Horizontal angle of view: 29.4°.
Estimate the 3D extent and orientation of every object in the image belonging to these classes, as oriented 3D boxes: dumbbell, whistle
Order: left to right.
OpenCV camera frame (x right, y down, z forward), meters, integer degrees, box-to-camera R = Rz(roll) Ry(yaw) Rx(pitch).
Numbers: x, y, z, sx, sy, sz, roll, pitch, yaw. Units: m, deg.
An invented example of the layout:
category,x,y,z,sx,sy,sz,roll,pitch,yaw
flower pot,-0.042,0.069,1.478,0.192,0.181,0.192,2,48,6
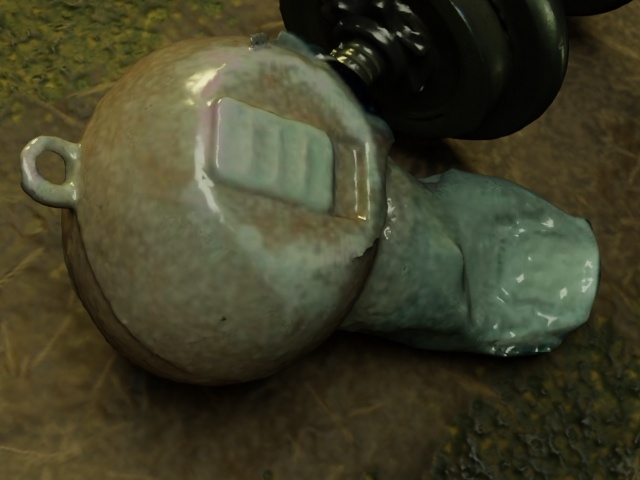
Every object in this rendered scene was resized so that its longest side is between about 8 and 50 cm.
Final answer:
category,x,y,z,sx,sy,sz,roll,pitch,yaw
whistle,0.000,0.000,0.664,0.347,0.189,0.189,13,60,-29
dumbbell,0.100,-0.181,0.735,0.192,0.192,0.290,40,63,9
